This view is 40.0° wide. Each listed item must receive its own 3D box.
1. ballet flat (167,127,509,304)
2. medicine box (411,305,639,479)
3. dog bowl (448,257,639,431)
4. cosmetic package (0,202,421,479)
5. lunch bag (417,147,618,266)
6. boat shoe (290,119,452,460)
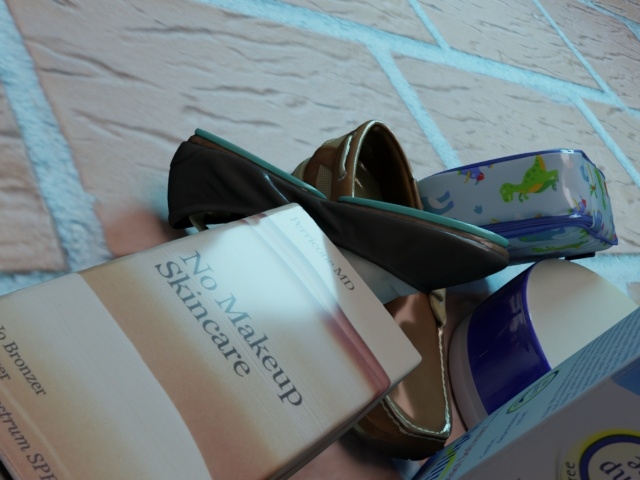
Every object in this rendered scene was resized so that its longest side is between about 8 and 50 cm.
[{"bbox_3d":[0.000,0.000,0.665,0.280,0.096,0.095,21,-3,26],"label":"ballet flat"},{"bbox_3d":[0.220,0.208,0.565,0.263,0.289,0.149,49,31,9],"label":"medicine box"},{"bbox_3d":[0.254,0.149,0.837,0.265,0.104,0.265,28,36,-23],"label":"dog bowl"},{"bbox_3d":[-0.087,0.094,0.511,0.153,0.129,0.296,50,33,11],"label":"cosmetic package"},{"bbox_3d":[0.193,-0.024,0.876,0.219,0.176,0.090,12,71,-64],"label":"lunch bag"},{"bbox_3d":[0.047,0.020,0.744,0.123,0.120,0.324,18,41,-34],"label":"boat shoe"}]
